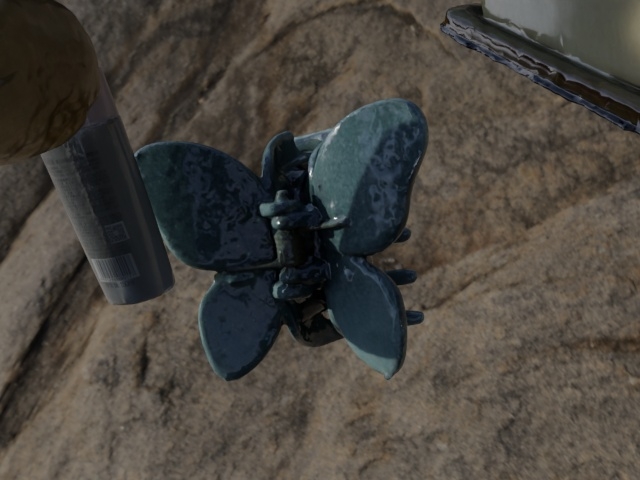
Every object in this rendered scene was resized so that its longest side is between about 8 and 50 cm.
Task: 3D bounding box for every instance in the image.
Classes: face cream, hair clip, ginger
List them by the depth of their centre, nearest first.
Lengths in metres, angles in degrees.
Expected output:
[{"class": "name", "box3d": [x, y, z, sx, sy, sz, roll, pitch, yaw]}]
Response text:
[{"class": "ginger", "box3d": [-0.256, -0.136, 0.627, 0.267, 0.152, 0.138, -103, 37, -71]}, {"class": "face cream", "box3d": [-0.249, -0.058, 0.906, 0.107, 0.269, 0.073, -11, 22, 16]}, {"class": "hair clip", "box3d": [0.000, 0.000, 1.030, 0.392, 0.238, 0.318, -8, 95, 24]}]

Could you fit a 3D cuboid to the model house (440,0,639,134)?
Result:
[{"class": "model house", "box3d": [0.145, -0.146, 0.281, 0.169, 0.244, 0.326, -16, 6, -32]}]
